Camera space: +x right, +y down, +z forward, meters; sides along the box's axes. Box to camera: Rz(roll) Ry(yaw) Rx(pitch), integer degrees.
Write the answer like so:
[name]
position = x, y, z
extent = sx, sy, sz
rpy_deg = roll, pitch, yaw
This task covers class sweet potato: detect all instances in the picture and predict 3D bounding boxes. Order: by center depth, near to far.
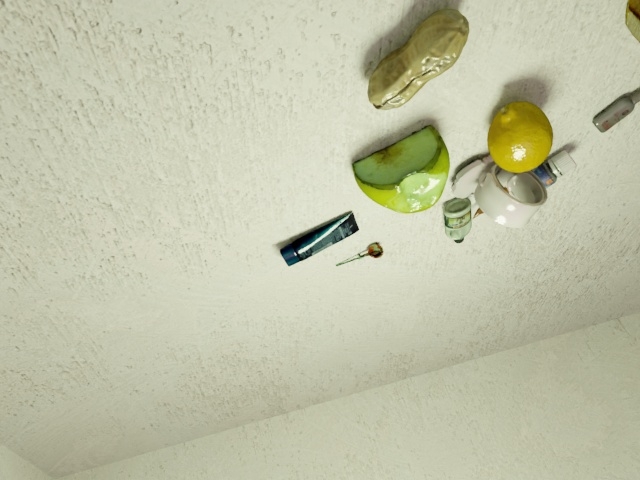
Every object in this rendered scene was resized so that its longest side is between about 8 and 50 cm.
[sweet potato]
position = 0.590, -0.141, 1.970
extent = 0.056, 0.056, 0.195
rpy_deg = 18, 120, -41

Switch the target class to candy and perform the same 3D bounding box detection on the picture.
[candy]
position = 0.139, 0.060, 2.051
extent = 0.184, 0.049, 0.056
rpy_deg = -21, 115, 16

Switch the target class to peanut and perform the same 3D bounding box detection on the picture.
[peanut]
position = 0.228, -0.420, 1.359
extent = 0.290, 0.130, 0.130
rpy_deg = -38, 141, 28

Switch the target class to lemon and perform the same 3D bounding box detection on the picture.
[lemon]
position = 0.571, -0.295, 1.641
extent = 0.186, 0.187, 0.244
rpy_deg = -26, 134, 9

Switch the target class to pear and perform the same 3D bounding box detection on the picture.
[pear]
position = 0.258, -0.170, 1.690
extent = 0.292, 0.160, 0.292
rpy_deg = -15, 148, -10

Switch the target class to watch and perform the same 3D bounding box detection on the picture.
[watch]
position = 0.564, -0.144, 1.807
extent = 0.244, 0.231, 0.196
rpy_deg = -5, 145, -26

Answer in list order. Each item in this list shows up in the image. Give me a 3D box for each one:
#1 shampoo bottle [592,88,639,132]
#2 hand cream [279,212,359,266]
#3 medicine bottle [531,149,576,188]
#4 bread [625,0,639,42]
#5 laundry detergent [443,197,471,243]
[shampoo bottle]
position = 0.939, -0.409, 1.794
extent = 0.079, 0.040, 0.165
rpy_deg = 21, 129, -41
[hand cream]
position = 0.000, 0.000, 1.885
extent = 0.270, 0.061, 0.120
rpy_deg = -26, 147, 0
[medicine bottle]
position = 0.753, -0.219, 1.926
extent = 0.203, 0.084, 0.083
rpy_deg = -37, 142, 22
[bread]
position = 0.851, -0.546, 1.407
extent = 0.095, 0.222, 0.181
rpy_deg = -18, 149, -1
[laundry detergent]
position = 0.486, -0.060, 2.024
extent = 0.099, 0.070, 0.226
rpy_deg = -29, 147, -4
